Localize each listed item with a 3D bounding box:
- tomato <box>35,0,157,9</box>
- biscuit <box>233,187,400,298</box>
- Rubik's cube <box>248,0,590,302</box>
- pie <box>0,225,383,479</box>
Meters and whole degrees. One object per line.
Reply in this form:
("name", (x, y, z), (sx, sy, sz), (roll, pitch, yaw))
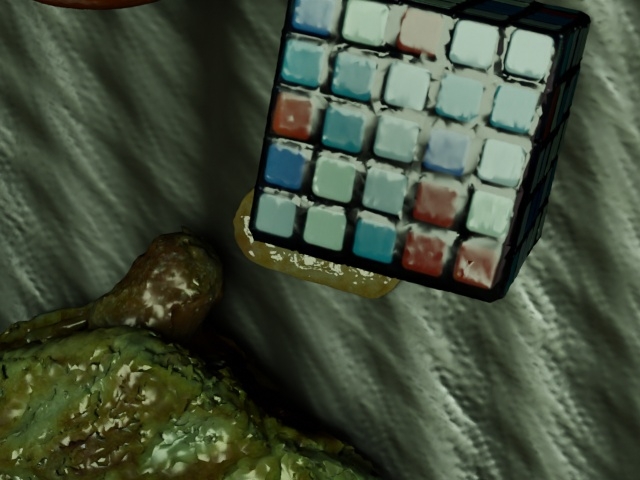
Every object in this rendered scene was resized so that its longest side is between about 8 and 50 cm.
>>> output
("tomato", (-0.145, -0.294, 0.885), (0.265, 0.265, 0.265), (4, 104, 15))
("biscuit", (0.000, 0.000, 1.030), (0.147, 0.018, 0.071), (16, 106, 11))
("Rubik's cube", (0.073, -0.082, 0.901), (0.182, 0.184, 0.187), (14, 106, 13))
("pie", (-0.144, 0.245, 1.051), (0.395, 0.180, 0.418), (-28, 101, 19))
